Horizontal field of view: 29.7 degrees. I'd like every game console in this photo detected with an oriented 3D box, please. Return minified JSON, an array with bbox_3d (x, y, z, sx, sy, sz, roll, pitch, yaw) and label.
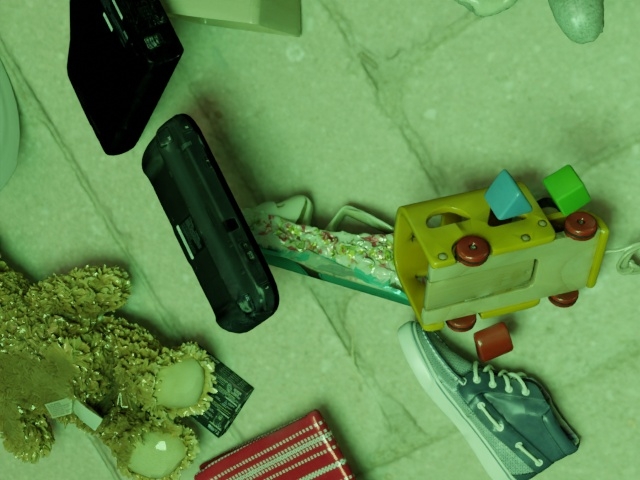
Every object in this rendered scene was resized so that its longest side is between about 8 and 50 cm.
[{"bbox_3d":[-0.142,-0.080,1.114,0.361,0.044,0.213,64,154,8],"label":"game console"}]

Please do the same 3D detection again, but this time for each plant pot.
[{"bbox_3d":[-0.080,-0.245,1.103,0.109,0.109,0.096,11,97,20],"label":"plant pot"}]

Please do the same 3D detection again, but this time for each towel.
[{"bbox_3d":[-0.012,0.326,1.222,0.199,0.031,0.274,-31,81,37],"label":"towel"}]

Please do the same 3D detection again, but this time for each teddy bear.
[{"bbox_3d":[-0.263,0.129,1.277,0.338,0.113,0.245,7,114,20],"label":"teddy bear"}]

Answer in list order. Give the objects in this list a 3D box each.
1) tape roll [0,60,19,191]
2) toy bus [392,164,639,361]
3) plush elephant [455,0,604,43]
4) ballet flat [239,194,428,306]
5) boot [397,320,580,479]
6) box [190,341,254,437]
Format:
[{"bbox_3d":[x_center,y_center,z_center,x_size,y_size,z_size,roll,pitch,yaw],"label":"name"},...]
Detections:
[{"bbox_3d":[-0.429,-0.142,1.174,0.100,0.286,0.286,-24,94,27],"label":"tape roll"},{"bbox_3d":[0.162,0.000,1.056,0.191,0.202,0.104,-42,47,20],"label":"toy bus"},{"bbox_3d":[0.171,-0.271,0.918,0.272,0.330,0.255,-18,120,27],"label":"plush elephant"},{"bbox_3d":[0.000,0.000,1.156,0.241,0.091,0.077,15,79,14],"label":"ballet flat"},{"bbox_3d":[0.158,0.138,1.130,0.086,0.069,0.190,-35,97,19],"label":"boot"},{"bbox_3d":[-0.120,0.157,1.270,0.083,0.018,0.067,36,114,10],"label":"box"}]
